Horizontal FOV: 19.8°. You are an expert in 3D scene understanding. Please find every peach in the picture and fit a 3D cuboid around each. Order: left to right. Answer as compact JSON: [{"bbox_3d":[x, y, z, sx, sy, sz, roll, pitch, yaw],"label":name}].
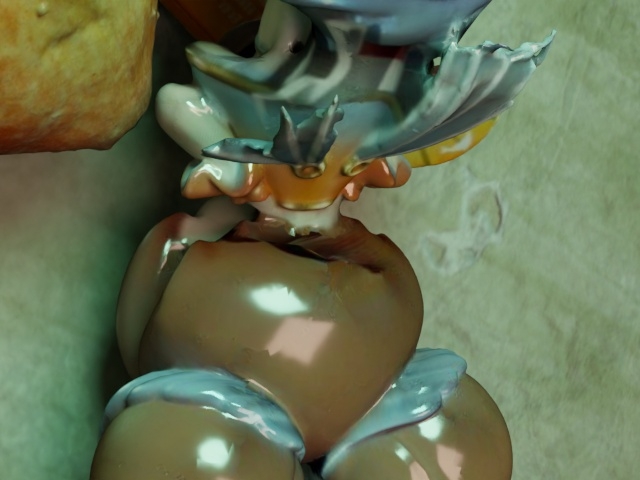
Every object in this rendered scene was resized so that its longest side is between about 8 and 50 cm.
[{"bbox_3d":[-0.176,-0.143,1.003,0.232,0.232,0.232,-4,96,-39],"label":"peach"}]

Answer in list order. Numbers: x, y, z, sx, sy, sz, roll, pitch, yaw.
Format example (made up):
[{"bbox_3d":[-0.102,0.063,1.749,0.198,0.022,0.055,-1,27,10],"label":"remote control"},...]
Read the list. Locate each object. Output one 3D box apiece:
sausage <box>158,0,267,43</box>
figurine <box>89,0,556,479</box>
[{"bbox_3d":[-0.055,-0.167,1.172,0.312,0.093,0.093,45,67,-32],"label":"sausage"},{"bbox_3d":[0.001,-0.001,1.094,0.277,0.248,0.388,-1,122,-29],"label":"figurine"}]
